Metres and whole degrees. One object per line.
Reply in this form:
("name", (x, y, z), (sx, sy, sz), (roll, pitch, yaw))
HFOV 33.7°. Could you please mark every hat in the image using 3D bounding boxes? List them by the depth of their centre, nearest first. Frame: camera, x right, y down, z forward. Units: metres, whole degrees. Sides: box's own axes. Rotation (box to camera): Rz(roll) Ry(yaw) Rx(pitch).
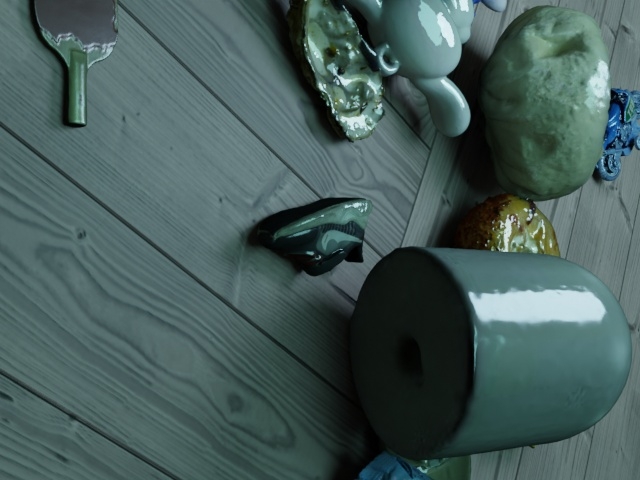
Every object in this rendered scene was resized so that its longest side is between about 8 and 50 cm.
("hat", (0.157, 0.367, 1.729), (0.166, 0.173, 0.144), (-14, 51, -28))

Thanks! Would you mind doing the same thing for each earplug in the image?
("earplug", (0.289, 0.167, 1.631), (0.394, 0.313, 0.312), (1, 83, -30))

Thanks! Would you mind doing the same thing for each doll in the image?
("doll", (0.175, -0.415, 1.792), (0.365, 0.187, 0.376), (-60, 139, -22))

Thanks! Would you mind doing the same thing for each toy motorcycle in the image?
("toy motorcycle", (0.661, -0.253, 2.374), (0.135, 0.092, 0.254), (40, 65, -28))

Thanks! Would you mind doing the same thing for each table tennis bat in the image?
("table tennis bat", (-0.304, -0.257, 1.321), (0.131, 0.022, 0.234), (7, 78, -49))

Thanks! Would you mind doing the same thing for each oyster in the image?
("oyster", (0.015, -0.308, 1.639), (0.129, 0.079, 0.345), (-38, 122, -22))

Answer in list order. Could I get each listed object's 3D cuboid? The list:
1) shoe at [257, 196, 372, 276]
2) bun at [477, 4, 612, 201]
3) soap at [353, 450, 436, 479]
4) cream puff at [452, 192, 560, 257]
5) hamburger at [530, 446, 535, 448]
("shoe", (0.000, 0.000, 1.578), (0.227, 0.099, 0.112), (-21, 108, -49))
("bun", (0.391, -0.247, 1.931), (0.360, 0.211, 0.359), (180, -90, -90))
("soap", (0.144, 0.438, 1.636), (0.156, 0.077, 0.293), (-49, 130, 5))
("cream puff", (0.328, 0.034, 1.894), (0.240, 0.164, 0.240), (8, 76, -36))
("hamburger", (0.389, 0.252, 1.947), (0.243, 0.139, 0.261), (43, 54, -37))
